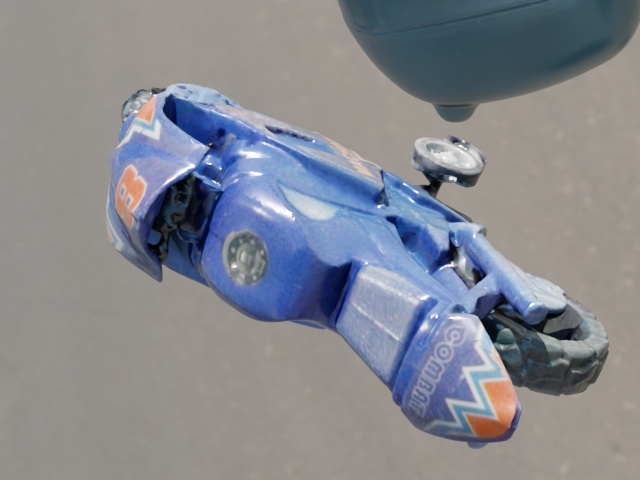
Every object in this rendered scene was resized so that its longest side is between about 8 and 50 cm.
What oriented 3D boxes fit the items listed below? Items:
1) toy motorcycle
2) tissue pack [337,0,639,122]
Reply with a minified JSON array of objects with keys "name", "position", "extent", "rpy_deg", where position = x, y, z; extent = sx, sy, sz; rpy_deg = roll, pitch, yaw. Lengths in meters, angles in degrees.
[{"name":"toy motorcycle","position":[0.000,0.000,0.656],"extent":[0.205,0.114,0.076],"rpy_deg":[31,114,22]},{"name":"tissue pack","position":[0.113,-0.215,1.197],"extent":[0.198,0.206,0.287],"rpy_deg":[-12,36,18]}]
